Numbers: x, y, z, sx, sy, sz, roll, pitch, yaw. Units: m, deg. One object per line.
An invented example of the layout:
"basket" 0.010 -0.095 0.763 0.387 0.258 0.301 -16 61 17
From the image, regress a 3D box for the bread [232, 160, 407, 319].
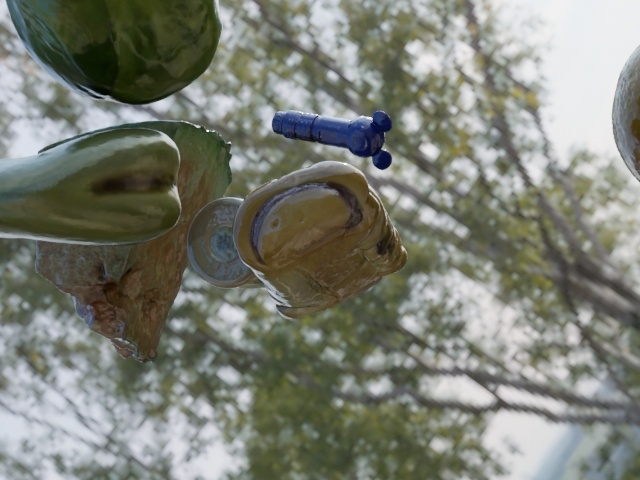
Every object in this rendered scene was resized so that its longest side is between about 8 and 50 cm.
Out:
"bread" 0.000 0.000 1.307 0.134 0.081 0.225 -27 -20 1

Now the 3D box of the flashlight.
"flashlight" 0.013 -0.102 1.353 0.035 0.121 0.057 -41 -44 -53

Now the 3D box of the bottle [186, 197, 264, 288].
"bottle" -0.071 0.002 1.632 0.097 0.110 0.209 -64 -18 7

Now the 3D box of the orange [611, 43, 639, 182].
"orange" 0.440 -0.141 1.648 0.236 0.236 0.236 -50 -15 -18

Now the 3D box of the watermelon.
"watermelon" -0.248 -0.023 1.802 0.302 0.151 0.264 -66 -17 -8

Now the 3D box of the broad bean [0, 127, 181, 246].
"broad bean" -0.275 -0.042 1.527 0.189 0.263 0.121 -11 -90 -73

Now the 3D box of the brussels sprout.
"brussels sprout" -0.245 -0.275 1.629 0.210 0.271 0.219 -46 29 -4
